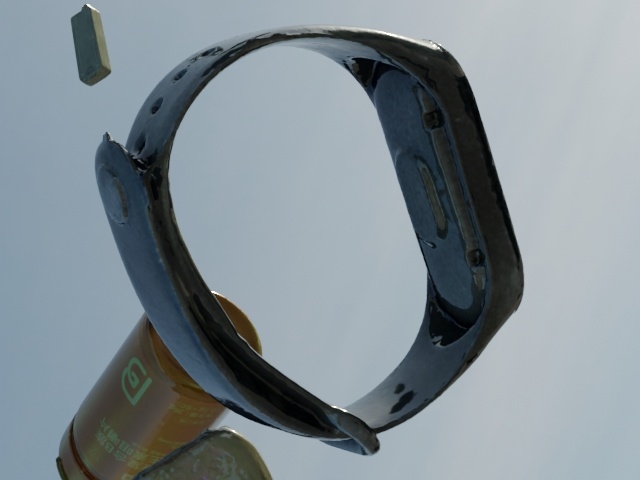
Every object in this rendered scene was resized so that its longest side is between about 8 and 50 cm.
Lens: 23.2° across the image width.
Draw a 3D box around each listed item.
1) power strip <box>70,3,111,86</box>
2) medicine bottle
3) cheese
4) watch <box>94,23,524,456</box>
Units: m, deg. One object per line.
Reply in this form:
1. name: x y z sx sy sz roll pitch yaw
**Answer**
1. power strip: -0.204 -0.174 1.378 0.017 0.027 0.083 29 -139 -51
2. medicine bottle: -0.124 0.123 1.181 0.096 0.096 0.192 -35 -12 -46
3. cheese: -0.049 0.217 0.995 0.097 0.192 0.037 -30 -22 -2
4. watch: 0.000 0.000 0.741 0.193 0.068 0.206 -21 -79 -27
